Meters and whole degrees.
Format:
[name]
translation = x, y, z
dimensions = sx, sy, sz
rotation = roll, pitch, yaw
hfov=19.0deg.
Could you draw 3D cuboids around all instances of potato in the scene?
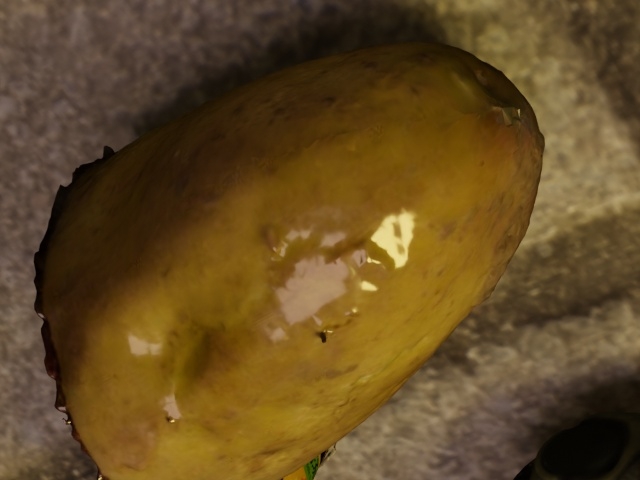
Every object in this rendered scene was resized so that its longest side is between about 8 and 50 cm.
[potato]
translation = 0.000, 0.000, 1.023
dimensions = 0.266, 0.229, 0.229
rotation = -29, 115, 34

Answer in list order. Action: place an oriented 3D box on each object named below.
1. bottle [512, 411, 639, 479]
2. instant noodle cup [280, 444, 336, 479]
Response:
[bottle]
translation = 0.278, 0.163, 1.106
dimensions = 0.347, 0.168, 0.168
rotation = -11, 122, 25
[instant noodle cup]
translation = -0.070, 0.137, 1.193
dimensions = 0.151, 0.122, 0.151
rotation = 8, 127, 11
